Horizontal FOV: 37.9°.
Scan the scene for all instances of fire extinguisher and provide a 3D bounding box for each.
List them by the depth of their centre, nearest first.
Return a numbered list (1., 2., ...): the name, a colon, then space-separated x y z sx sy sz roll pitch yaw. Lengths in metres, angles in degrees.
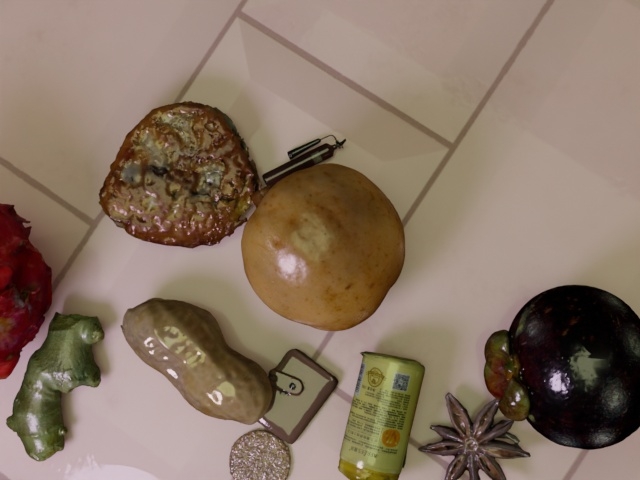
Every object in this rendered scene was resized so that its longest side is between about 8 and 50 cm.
1. fire extinguisher: -0.032 -0.157 1.768 0.173 0.035 0.049 -26 45 3

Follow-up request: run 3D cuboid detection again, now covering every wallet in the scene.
1. wallet: -0.053 0.287 1.726 0.118 0.039 0.153 35 91 6

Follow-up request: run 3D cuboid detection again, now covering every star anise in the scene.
1. star anise: 0.269 0.364 1.674 0.182 0.065 0.195 -24 82 8

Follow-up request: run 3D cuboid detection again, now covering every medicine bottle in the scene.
1. medicine bottle: 0.107 0.323 1.667 0.124 0.124 0.239 12 87 7

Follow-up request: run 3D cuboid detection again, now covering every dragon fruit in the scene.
1. dragon fruit: -0.613 0.100 1.628 0.249 0.386 0.371 20 60 19

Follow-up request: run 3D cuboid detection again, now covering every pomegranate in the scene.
1. pomegranate: 0.009 0.016 1.633 0.307 0.307 0.307 -1 85 6

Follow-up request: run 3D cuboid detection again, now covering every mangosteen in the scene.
1. mangosteen: 0.421 0.214 1.566 0.288 0.288 0.288 -1 85 6

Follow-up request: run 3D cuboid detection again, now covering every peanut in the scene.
1. peanut: -0.222 0.218 1.697 0.313 0.149 0.149 42 90 13

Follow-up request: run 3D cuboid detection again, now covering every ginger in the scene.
1. ginger: -0.494 0.269 1.750 0.137 0.089 0.290 29 85 -11

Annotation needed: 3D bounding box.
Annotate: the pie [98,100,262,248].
1. pie: -0.258 -0.125 1.759 0.308 0.085 0.308 0 85 1

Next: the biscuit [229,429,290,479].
1. biscuit: -0.113 0.412 1.731 0.120 0.015 0.120 0 85 5
